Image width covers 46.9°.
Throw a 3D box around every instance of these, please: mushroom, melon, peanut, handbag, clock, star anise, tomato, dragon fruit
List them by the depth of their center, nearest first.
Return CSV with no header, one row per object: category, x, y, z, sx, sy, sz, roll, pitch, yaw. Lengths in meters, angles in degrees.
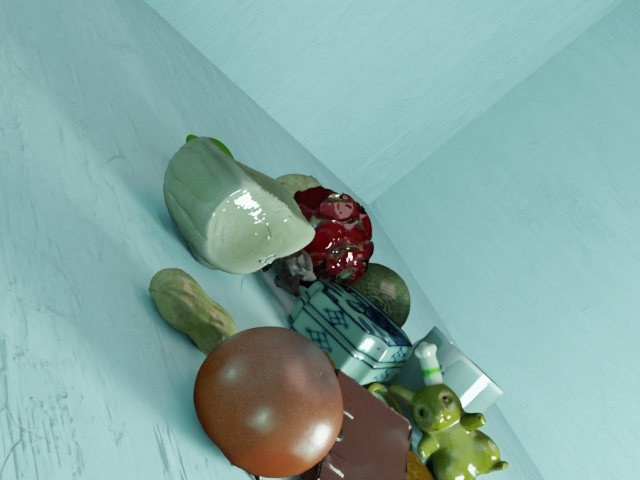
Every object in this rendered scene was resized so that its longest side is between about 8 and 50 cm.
tomato,-0.084,0.269,1.241,0.256,0.224,0.255,45,23,-26
peanut,-0.231,0.139,1.373,0.214,0.090,0.098,46,1,-21
handbag,0.071,0.426,1.453,0.275,0.084,0.260,44,42,-32
clock,0.156,0.471,1.834,0.237,0.057,0.237,50,26,-36
star anise,-0.108,0.032,1.931,0.111,0.198,0.257,-18,64,-43
dragon fruit,0.003,-0.001,2.142,0.329,0.329,0.329,48,12,-14
melon,0.157,0.188,2.301,0.248,0.249,0.329,51,9,-4
mushroom,-0.103,-0.106,2.435,0.189,0.195,0.253,9,38,-21

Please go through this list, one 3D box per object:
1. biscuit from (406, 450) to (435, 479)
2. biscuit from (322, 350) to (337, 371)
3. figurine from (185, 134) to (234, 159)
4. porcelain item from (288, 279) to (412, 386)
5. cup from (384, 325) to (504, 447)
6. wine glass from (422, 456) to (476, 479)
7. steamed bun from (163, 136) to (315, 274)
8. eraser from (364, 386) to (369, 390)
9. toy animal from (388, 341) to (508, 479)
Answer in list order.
biscuit,0.226,0.629,1.616,0.350,0.070,0.394,56,12,-7
biscuit,0.033,0.352,1.636,0.278,0.043,0.301,-105,175,-59
figurine,-0.288,-0.181,2.027,0.263,0.143,0.162,53,12,-52
porcelain item,0.083,0.238,1.924,0.281,0.157,0.286,42,13,28
cup,0.303,0.408,2.090,0.259,0.274,0.356,43,1,-24
wine glass,0.352,0.642,2.034,0.202,0.093,0.093,38,18,-48
steamed bun,-0.207,-0.058,1.723,0.247,0.236,0.383,49,9,30
eraser,0.112,0.393,1.947,0.026,0.065,0.105,52,13,-2
toy animal,0.300,0.449,1.830,0.363,0.181,0.180,60,-2,-6
